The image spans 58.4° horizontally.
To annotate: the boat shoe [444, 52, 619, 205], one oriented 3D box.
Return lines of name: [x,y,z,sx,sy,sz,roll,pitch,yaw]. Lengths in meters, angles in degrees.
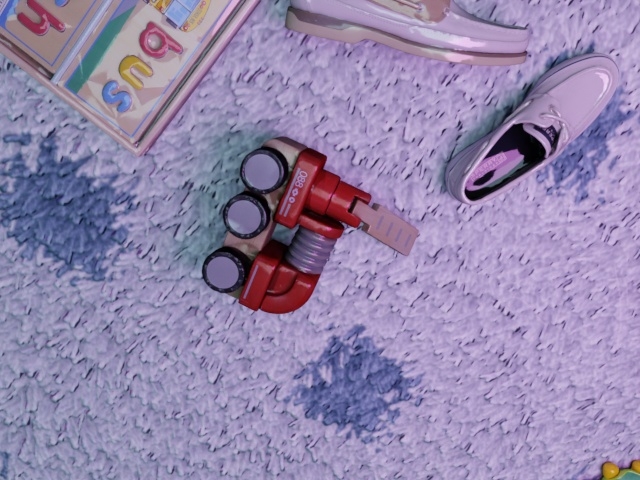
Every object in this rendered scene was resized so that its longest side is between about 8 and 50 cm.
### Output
boat shoe: [0.281,-0.142,0.750,0.267,0.088,0.096,-35,105,10]

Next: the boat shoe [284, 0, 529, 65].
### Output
boat shoe: [0.112,-0.281,0.690,0.301,0.113,0.104,9,113,-3]

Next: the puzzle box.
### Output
puzzle box: [-0.211,-0.341,0.695,0.272,0.052,0.409,37,103,-13]

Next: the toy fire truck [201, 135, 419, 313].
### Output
toy fire truck: [0.000,0.000,0.775,0.246,0.158,0.217,24,106,2]

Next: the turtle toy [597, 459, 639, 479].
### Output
turtle toy: [0.498,0.424,0.949,0.130,0.066,0.095,-5,108,0]
